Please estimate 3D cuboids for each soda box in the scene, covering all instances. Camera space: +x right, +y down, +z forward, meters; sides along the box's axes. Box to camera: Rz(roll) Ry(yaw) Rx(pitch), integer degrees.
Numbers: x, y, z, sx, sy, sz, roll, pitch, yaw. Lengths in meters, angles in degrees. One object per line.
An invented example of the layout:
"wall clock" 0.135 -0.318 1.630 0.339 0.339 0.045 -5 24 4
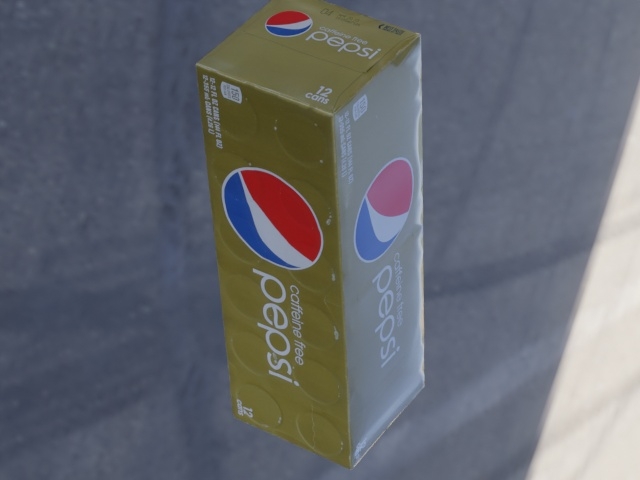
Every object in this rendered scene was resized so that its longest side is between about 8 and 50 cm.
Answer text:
"soda box" 0.000 0.000 0.718 0.058 0.061 0.181 -46 146 -37
